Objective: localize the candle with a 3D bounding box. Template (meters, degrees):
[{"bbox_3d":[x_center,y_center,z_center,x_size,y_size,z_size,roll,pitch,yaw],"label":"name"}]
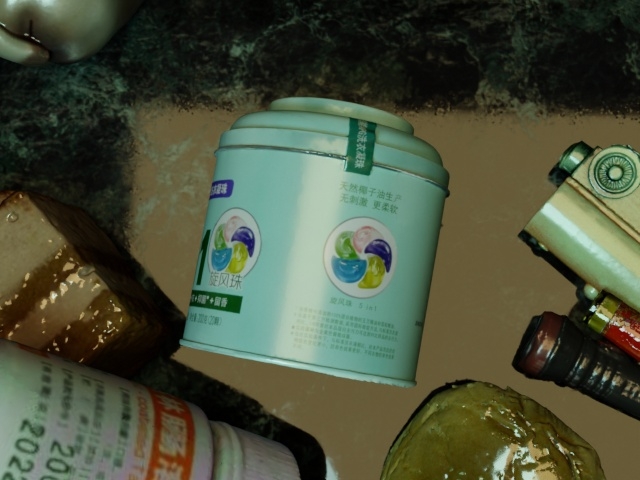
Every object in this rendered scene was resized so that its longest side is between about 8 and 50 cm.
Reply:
[{"bbox_3d":[0.383,0.114,1.297,0.131,0.052,0.052,34,87,15],"label":"candle"}]

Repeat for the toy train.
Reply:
[{"bbox_3d":[0.393,0.006,1.337,0.285,0.116,0.177,41,100,7],"label":"toy train"}]

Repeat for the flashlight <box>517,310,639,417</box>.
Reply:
[{"bbox_3d":[0.365,0.170,1.325,0.232,0.093,0.093,24,86,4],"label":"flashlight"}]

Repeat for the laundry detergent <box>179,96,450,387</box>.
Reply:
[{"bbox_3d":[0.000,0.000,1.276,0.287,0.287,0.305,9,84,6],"label":"laundry detergent"}]

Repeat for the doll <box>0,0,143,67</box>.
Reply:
[{"bbox_3d":[-0.431,-0.322,1.388,0.370,0.215,0.226,9,68,8],"label":"doll"}]

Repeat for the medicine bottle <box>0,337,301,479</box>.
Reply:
[{"bbox_3d":[-0.230,0.263,1.172,0.388,0.219,0.219,25,85,-25],"label":"medicine bottle"}]

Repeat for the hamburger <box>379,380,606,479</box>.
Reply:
[{"bbox_3d":[0.194,0.311,1.255,0.265,0.134,0.285,37,106,16],"label":"hamburger"}]

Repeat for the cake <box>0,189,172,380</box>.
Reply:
[{"bbox_3d":[-0.354,0.067,1.349,0.196,0.199,0.293,-42,78,4],"label":"cake"}]
